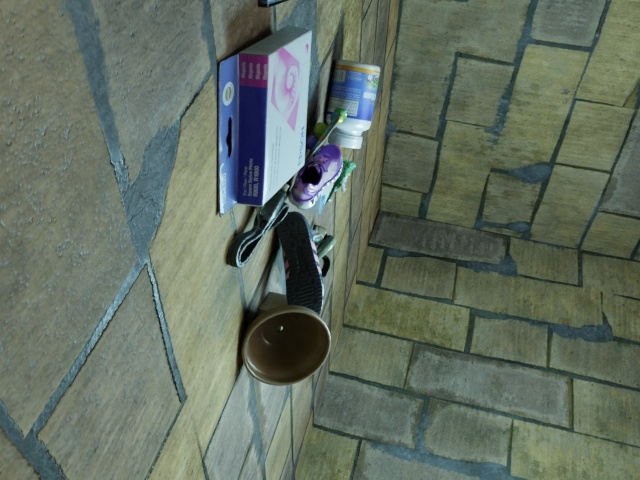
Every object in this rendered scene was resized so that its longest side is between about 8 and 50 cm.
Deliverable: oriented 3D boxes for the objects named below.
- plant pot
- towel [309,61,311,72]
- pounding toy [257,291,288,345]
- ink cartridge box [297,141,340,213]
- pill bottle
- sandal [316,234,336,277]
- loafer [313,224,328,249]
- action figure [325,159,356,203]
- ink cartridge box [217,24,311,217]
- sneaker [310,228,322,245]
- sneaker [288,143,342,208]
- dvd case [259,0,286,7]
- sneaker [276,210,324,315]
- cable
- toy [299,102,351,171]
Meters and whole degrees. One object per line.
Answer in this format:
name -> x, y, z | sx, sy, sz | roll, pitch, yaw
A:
plant pot -> -0.101, 0.261, 1.793 | 0.110, 0.237, 0.237 | -123, -144, -60
towel -> -0.040, -0.450, 1.812 | 0.060, 0.009, 0.083 | 9, 94, -81
pounding toy -> -0.116, 0.235, 1.916 | 0.130, 0.100, 0.141 | -56, 156, -64
ink cartridge box -> -0.002, -0.207, 2.107 | 0.231, 0.078, 0.134 | -67, 166, -50
pill bottle -> 0.101, -0.445, 2.202 | 0.152, 0.152, 0.272 | -42, 142, -74
sandal -> -0.009, 0.085, 2.189 | 0.120, 0.086, 0.303 | -56, -177, -30
loafer -> 0.000, 0.000, 2.446 | 0.148, 0.050, 0.056 | 85, 19, -58
action figure -> 0.061, -0.209, 2.284 | 0.232, 0.063, 0.137 | 135, -37, -60
ink cartridge box -> -0.109, -0.248, 1.395 | 0.330, 0.071, 0.324 | -56, 155, -55
sneaker -> -0.042, -0.007, 2.071 | 0.212, 0.094, 0.080 | -42, 142, -75
sneaker -> -0.006, -0.201, 1.920 | 0.236, 0.095, 0.104 | -56, 165, -31
dvd case -> -0.080, -0.612, 1.360 | 0.180, 0.022, 0.253 | -61, 160, -62
sneaker -> -0.048, 0.074, 1.901 | 0.131, 0.112, 0.319 | -40, 123, -84
cable -> -0.150, -0.041, 1.582 | 0.287, 0.072, 0.139 | -60, 160, -30
toy -> 0.001, -0.320, 2.001 | 0.237, 0.056, 0.137 | -52, -178, -35
